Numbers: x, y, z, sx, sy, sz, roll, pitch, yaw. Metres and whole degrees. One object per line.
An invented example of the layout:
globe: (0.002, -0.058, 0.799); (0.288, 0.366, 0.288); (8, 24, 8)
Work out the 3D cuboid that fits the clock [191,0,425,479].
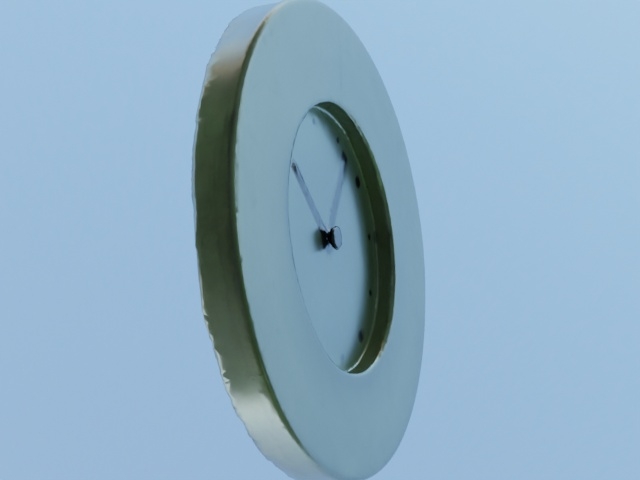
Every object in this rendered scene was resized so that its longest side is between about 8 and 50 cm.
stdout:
clock: (0.000, 0.000, 0.597); (0.029, 0.235, 0.235); (-7, -115, 23)
